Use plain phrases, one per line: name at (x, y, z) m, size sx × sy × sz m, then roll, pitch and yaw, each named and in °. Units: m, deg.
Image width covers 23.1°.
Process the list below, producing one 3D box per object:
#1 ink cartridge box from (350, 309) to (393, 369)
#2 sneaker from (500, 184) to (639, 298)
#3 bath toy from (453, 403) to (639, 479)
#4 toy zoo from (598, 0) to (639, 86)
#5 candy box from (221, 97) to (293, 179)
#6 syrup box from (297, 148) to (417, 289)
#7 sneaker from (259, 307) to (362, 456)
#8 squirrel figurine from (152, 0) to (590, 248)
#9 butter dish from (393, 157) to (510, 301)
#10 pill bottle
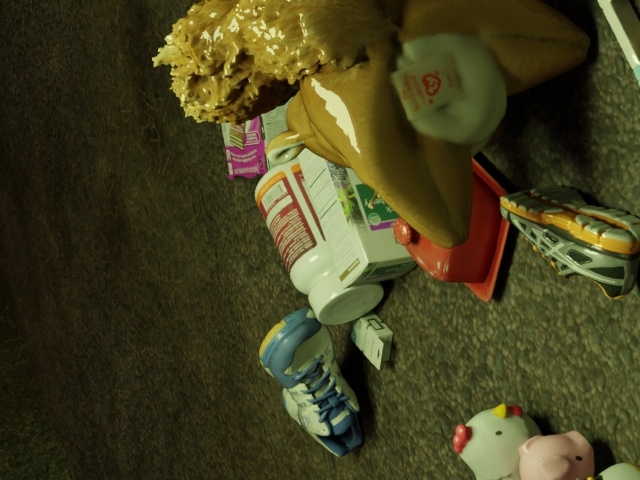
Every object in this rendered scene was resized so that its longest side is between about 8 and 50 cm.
ink cartridge box at (0.076, 0.138, 2.195) m, size 0.083 × 0.028 × 0.048 m, roll 48°, pitch 140°, yaw 47°
sneaker at (0.268, -0.002, 1.708) m, size 0.215 × 0.084 × 0.083 m, roll 33°, pitch 133°, yaw 55°
bath toy at (0.270, 0.282, 1.754) m, size 0.151 × 0.129 × 0.348 m, roll -59°, pitch 37°, yaw 5°
toy zoo at (0.361, -0.207, 1.502) m, size 0.293 × 0.030 × 0.192 m, roll 69°, pitch 152°, yaw 20°
candy box at (-0.097, -0.212, 2.366) m, size 0.159 × 0.071 × 0.233 m, roll -1°, pitch 97°, yaw 64°
syrup box at (0.049, -0.063, 2.104) m, size 0.096 × 0.093 × 0.237 m, roll -49°, pitch 55°, yaw 57°
sneaker at (0.004, 0.205, 2.227) m, size 0.131 × 0.112 × 0.296 m, roll 47°, pitch 169°, yaw 30°
squirrel figurine at (0.027, -0.189, 1.765) m, size 0.281 × 0.397 × 0.370 m, roll -63°, pitch 19°, yaw -5°
butter dish at (0.144, -0.019, 1.904) m, size 0.160 × 0.118 × 0.160 m, roll 52°, pitch 143°, yaw 45°
pill bottle at (0.000, 0.000, 2.193) m, size 0.221 × 0.121 × 0.121 m, roll 65°, pitch 150°, yaw 26°
